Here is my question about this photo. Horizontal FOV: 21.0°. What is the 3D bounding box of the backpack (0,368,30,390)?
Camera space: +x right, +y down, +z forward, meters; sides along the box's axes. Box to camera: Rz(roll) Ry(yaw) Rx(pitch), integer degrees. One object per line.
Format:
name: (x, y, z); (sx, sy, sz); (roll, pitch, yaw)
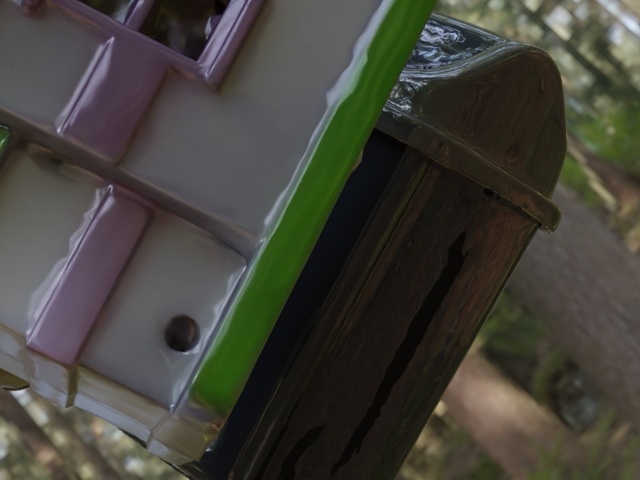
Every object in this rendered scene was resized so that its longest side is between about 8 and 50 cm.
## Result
backpack: (-0.152, -0.066, 0.725); (0.283, 0.317, 0.197); (-63, -29, -24)

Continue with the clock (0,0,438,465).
clock: (-0.118, -0.112, 0.490); (0.235, 0.310, 0.166); (-63, 4, -14)

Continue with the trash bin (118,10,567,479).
trash bin: (0.000, 0.000, 0.979); (0.182, 0.209, 0.290); (28, -91, -49)
